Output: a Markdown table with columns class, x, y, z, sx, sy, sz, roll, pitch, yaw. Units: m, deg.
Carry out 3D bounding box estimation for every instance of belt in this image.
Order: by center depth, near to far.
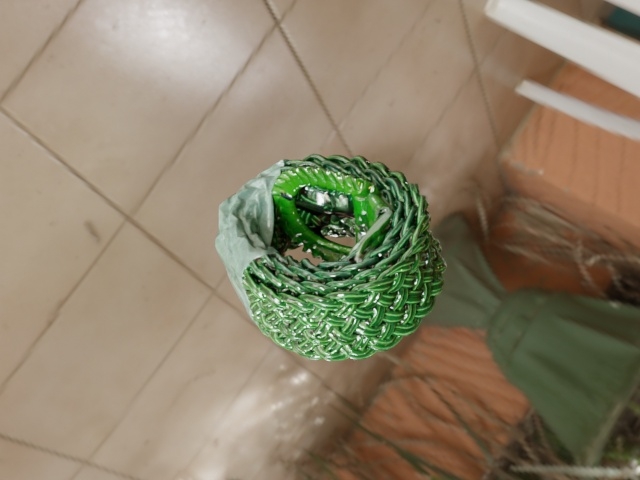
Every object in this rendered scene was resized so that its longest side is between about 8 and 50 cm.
| class | x | y | z | sx | sy | sz | roll | pitch | yaw |
| --- | --- | --- | --- | --- | --- | --- | --- | --- | --- |
| belt | 0.000 | 0.000 | 0.649 | 0.121 | 0.151 | 0.079 | -44 | 133 | -23 |
